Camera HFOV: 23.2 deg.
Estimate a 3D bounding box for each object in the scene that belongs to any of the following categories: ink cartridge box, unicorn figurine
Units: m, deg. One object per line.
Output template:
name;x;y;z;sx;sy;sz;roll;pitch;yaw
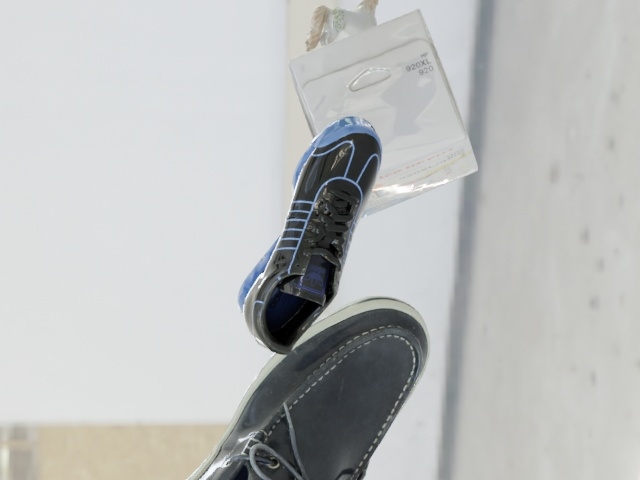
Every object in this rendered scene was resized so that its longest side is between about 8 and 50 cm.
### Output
ink cartridge box;0.079;-0.147;1.884;0.232;0.171;0.168;40;-152;-79
unicorn figurine;0.045;-0.296;2.168;0.162;0.060;0.111;-1;-86;-55

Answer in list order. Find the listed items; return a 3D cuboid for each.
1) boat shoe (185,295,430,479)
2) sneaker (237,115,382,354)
boat shoe;-0.046;0.271;1.698;0.187;0.500;0.156;50;169;-31
sneaker;0.000;0.000;1.458;0.232;0.081;0.090;-64;26;14
